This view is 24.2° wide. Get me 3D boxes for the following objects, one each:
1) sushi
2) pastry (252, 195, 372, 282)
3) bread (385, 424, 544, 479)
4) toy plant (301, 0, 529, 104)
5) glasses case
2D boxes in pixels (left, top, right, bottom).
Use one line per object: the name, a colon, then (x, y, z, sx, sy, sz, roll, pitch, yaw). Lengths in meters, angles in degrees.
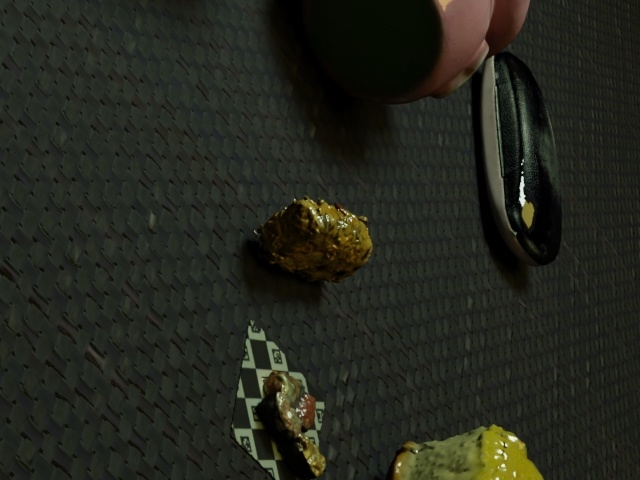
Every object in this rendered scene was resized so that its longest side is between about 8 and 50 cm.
sushi: (-0.024, 0.142, 1.252, 0.120, 0.026, 0.126, 49, 32, -34)
pastry: (0.000, 0.000, 1.341, 0.140, 0.080, 0.056, 9, 53, -60)
bread: (0.148, 0.374, 1.288, 0.323, 0.143, 0.333, 61, 28, -20)
toy plant: (0.120, -0.282, 1.621, 0.210, 0.317, 0.356, 44, 44, -5)
glasses case: (0.254, -0.107, 1.899, 0.122, 0.075, 0.314, 44, 36, -44)
